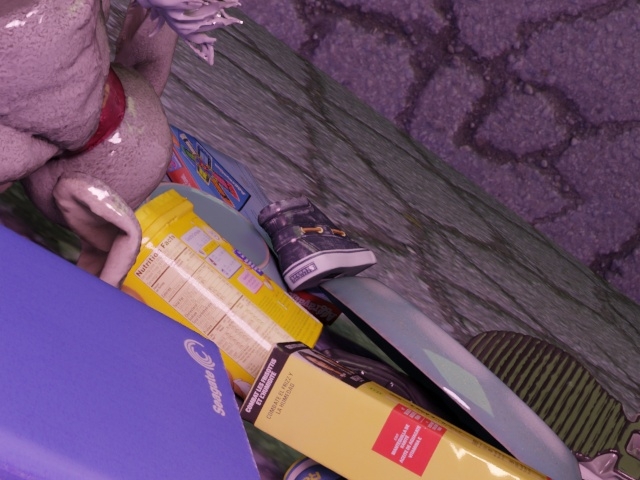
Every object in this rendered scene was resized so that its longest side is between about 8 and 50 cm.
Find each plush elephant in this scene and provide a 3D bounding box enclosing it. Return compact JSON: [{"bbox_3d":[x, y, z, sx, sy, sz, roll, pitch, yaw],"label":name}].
[{"bbox_3d":[-0.201,-0.104,0.764,0.330,0.255,0.272,10,56,8],"label":"plush elephant"}]

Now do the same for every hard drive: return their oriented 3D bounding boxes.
[{"bbox_3d":[-0.166,0.050,0.554,0.318,0.040,0.210,33,16,-30],"label":"hard drive"}]

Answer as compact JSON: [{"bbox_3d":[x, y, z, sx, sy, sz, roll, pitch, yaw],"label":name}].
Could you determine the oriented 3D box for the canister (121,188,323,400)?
[{"bbox_3d":[-0.085,0.046,0.900,0.170,0.073,0.126,41,14,-1],"label":"canister"}]

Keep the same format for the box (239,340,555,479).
[{"bbox_3d":[0.064,0.145,0.757,0.232,0.058,0.087,28,1,12],"label":"box"}]

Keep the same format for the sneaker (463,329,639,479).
[{"bbox_3d":[0.279,0.230,1.224,0.330,0.146,0.122,35,54,16],"label":"sneaker"}]

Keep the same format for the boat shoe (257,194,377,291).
[{"bbox_3d":[0.000,0.000,1.115,0.083,0.065,0.183,63,15,10],"label":"boat shoe"}]

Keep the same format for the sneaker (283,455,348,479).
[{"bbox_3d":[0.040,0.199,0.788,0.144,0.053,0.059,24,14,-22],"label":"sneaker"}]

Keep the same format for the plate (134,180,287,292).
[{"bbox_3d":[-0.107,-0.006,1.042,0.188,0.024,0.188,29,23,-14],"label":"plate"}]

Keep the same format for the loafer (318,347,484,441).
[{"bbox_3d":[0.061,0.150,0.963,0.223,0.076,0.078,36,8,-35],"label":"loafer"}]

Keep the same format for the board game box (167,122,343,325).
[{"bbox_3d":[-0.087,-0.025,1.217,0.145,0.027,0.281,29,18,-41],"label":"board game box"}]

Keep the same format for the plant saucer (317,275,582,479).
[{"bbox_3d":[0.127,0.134,1.053,0.317,0.044,0.317,42,-5,4],"label":"plant saucer"}]
